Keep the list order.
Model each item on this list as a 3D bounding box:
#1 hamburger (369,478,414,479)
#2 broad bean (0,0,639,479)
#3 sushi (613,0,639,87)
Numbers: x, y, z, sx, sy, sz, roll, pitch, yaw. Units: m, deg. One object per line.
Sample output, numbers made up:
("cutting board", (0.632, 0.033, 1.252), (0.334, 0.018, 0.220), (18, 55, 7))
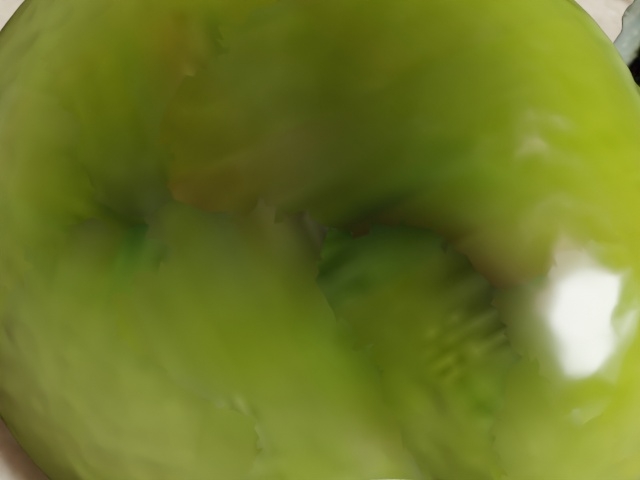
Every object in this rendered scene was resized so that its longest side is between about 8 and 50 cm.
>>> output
("hamburger", (0.018, 0.110, 0.231), (0.133, 0.062, 0.140), (33, 47, -10))
("broad bean", (0.000, 0.000, 0.517), (0.291, 0.119, 0.238), (32, 86, 20))
("sushi", (0.174, -0.039, 0.612), (0.115, 0.147, 0.212), (41, 15, 15))
